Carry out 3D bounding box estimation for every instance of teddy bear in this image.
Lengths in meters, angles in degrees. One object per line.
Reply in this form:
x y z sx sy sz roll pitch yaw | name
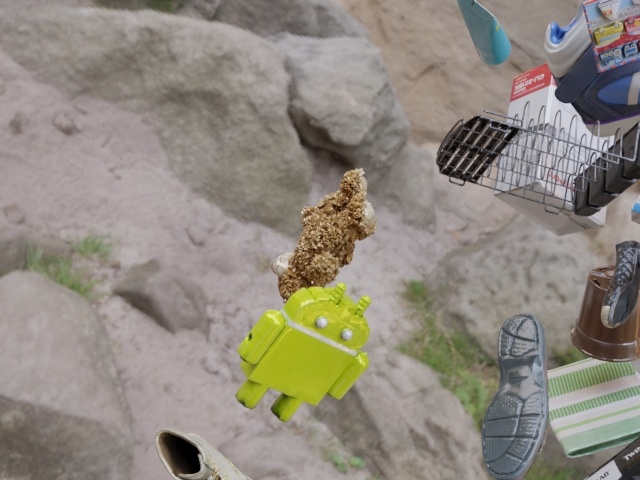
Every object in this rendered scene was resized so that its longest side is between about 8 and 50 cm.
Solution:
0.000 0.000 1.718 0.113 0.338 0.245 17 53 -27 | teddy bear

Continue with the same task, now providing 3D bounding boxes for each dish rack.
0.304 -0.118 1.161 0.271 0.208 0.074 15 68 -4 | dish rack

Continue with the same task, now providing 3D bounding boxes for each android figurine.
-0.021 0.188 1.432 0.248 0.273 0.056 32 12 -37 | android figurine

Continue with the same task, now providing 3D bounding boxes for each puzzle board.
0.402 -0.274 1.046 0.011 0.128 0.096 -86 154 -58 | puzzle board

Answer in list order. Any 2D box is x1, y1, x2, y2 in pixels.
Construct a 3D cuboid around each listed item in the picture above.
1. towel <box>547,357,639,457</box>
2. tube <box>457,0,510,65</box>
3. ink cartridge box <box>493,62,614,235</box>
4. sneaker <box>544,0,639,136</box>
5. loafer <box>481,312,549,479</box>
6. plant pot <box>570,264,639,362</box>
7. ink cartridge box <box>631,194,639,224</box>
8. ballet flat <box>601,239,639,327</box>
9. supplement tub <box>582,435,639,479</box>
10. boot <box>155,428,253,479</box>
0.624 0.362 1.882 0.325 0.247 0.038 -96 169 -70 | towel
0.242 -0.317 1.241 0.080 0.052 0.207 40 8 20 | tube
0.455 -0.172 1.602 0.197 0.114 0.273 27 64 -29 | ink cartridge box
0.505 -0.305 1.293 0.236 0.322 0.130 54 49 -20 | sneaker
0.305 0.240 1.242 0.084 0.096 0.268 47 47 -39 | loafer
0.645 0.154 1.844 0.166 0.165 0.167 -2 26 1 | plant pot
0.586 -0.073 1.489 0.028 0.083 0.048 27 -12 28 | ink cartridge box
0.466 0.070 1.300 0.057 0.049 0.173 54 51 -27 | ballet flat
0.639 0.432 1.485 0.207 0.338 0.207 43 14 -13 | supplement tub
-0.176 0.392 1.369 0.213 0.165 0.077 40 79 17 | boot
